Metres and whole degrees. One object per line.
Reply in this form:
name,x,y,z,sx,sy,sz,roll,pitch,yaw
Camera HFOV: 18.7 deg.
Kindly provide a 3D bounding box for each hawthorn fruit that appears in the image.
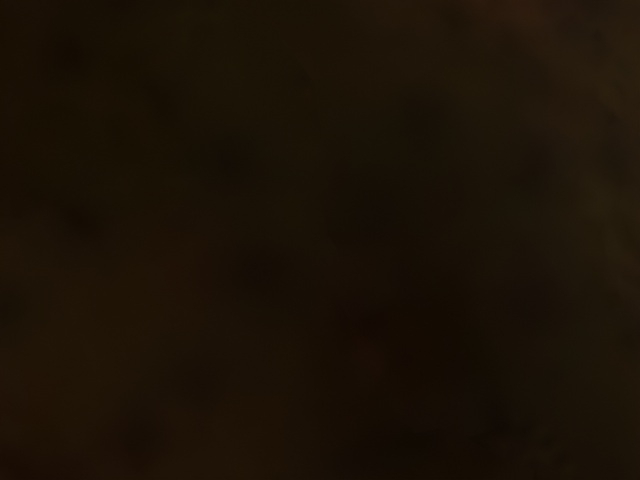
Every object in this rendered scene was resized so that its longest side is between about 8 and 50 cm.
hawthorn fruit,0.000,0.000,0.639,0.471,0.472,0.472,0,-93,-4
